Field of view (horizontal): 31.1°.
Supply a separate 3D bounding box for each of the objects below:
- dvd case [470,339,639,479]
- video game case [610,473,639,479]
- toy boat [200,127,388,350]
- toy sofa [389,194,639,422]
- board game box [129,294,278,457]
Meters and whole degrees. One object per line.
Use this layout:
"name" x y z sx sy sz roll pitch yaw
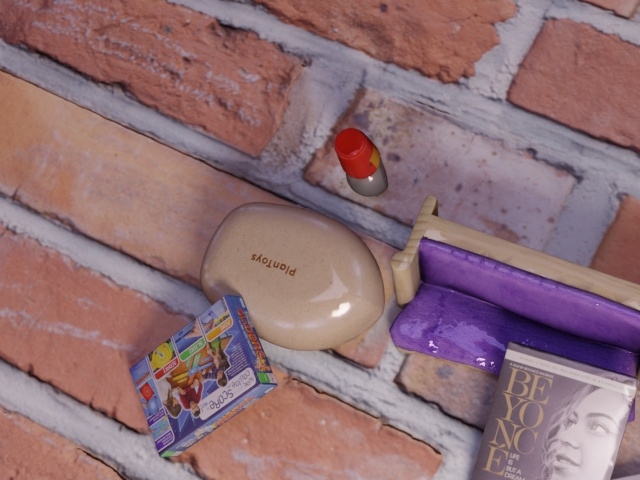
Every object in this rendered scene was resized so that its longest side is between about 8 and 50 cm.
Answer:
"dvd case" 0.287 0.253 1.440 0.165 0.018 0.221 16 99 14
"video game case" 0.479 0.381 1.397 0.206 0.026 0.227 -11 59 -1
"toy boat" 0.000 0.000 1.590 0.267 0.148 0.318 26 80 22
"toy sofa" 0.270 0.094 1.496 0.363 0.150 0.177 19 70 15
"board game box" -0.159 0.181 1.522 0.201 0.035 0.136 -36 63 27
